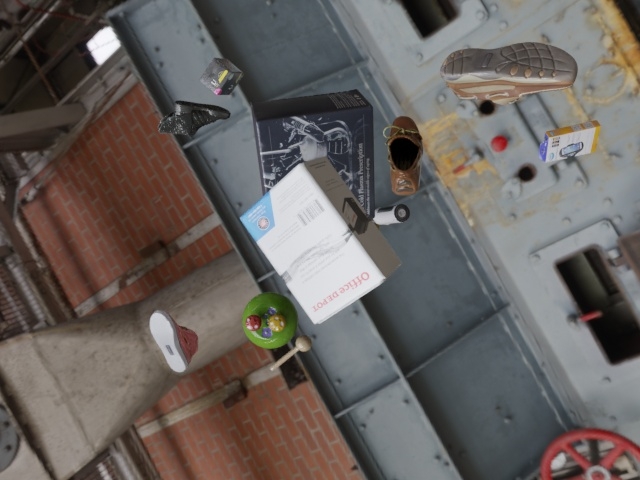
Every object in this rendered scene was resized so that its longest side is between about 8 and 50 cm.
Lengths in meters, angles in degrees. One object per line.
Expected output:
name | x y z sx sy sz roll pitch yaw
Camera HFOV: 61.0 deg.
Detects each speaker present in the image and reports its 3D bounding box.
speaker | 0.211 -0.077 1.632 0.055 0.055 0.136 54 163 -12

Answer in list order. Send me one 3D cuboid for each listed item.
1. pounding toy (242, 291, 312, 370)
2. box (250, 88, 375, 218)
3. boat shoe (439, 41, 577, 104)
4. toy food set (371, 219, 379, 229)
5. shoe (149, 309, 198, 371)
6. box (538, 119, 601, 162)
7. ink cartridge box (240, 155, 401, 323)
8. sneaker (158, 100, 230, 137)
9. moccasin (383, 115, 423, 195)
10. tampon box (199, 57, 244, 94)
pounding toy | -0.153 0.280 1.714 0.237 0.183 0.110 57 -176 5
box | -0.018 -0.223 1.543 0.179 0.312 0.343 -109 12 -58
boat shoe | 0.450 -0.392 1.305 0.123 0.324 0.116 -57 -42 -17
toy food set | 0.170 -0.053 2.252 0.128 0.218 0.071 23 144 61
shoe | -0.358 0.231 1.340 0.081 0.063 0.178 -61 -39 -57
box | 0.584 -0.232 1.287 0.081 0.136 0.028 73 -171 -48
ink cartridge box | 0.000 0.000 1.241 0.307 0.223 0.129 55 -149 3
sneaker | -0.318 -0.301 1.374 0.170 0.089 0.051 4 -151 -26
moccasin | 0.294 -0.330 1.936 0.147 0.139 0.380 79 -161 -45
tampon box | -0.421 -0.701 2.330 0.101 0.120 0.161 39 -160 -1
